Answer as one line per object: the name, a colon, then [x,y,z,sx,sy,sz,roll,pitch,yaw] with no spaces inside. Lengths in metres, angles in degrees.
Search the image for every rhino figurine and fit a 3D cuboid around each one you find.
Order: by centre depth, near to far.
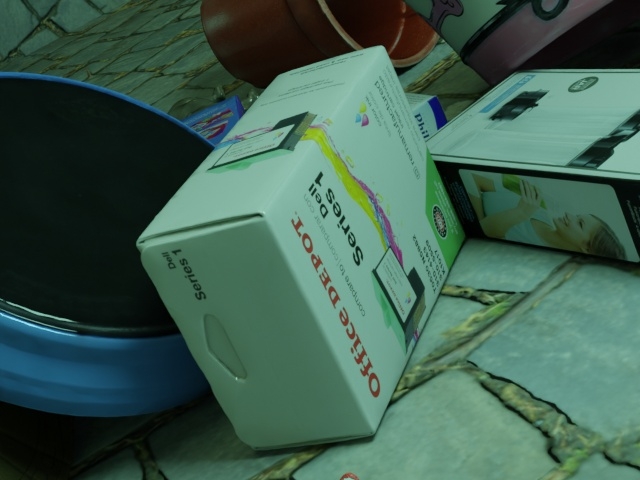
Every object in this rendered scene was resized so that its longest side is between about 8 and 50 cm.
rhino figurine: [-0.174,-0.168,1.609,0.106,0.073,0.243,-32,23,-22]

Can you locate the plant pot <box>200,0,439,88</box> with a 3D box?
plant pot: [-0.012,-0.339,1.598,0.265,0.272,0.272,-13,25,46]

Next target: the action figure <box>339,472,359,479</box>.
action figure: [-0.018,0.185,0.719,0.115,0.030,0.038,-34,19,-26]

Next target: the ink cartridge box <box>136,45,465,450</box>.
ink cartridge box: [0.000,0.000,0.916,0.117,0.201,0.278,-12,27,30]

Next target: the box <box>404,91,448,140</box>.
box: [0.054,-0.097,1.230,0.137,0.072,0.126,-35,25,-18]

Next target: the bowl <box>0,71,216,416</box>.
bowl: [-0.219,-0.016,1.009,0.077,0.391,0.391,-64,1,34]

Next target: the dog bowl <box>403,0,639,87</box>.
dog bowl: [0.286,-0.302,1.163,0.408,0.150,0.408,-30,-4,-2]

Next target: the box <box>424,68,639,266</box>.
box: [0.232,-0.070,0.975,0.169,0.087,0.290,-37,26,-23]

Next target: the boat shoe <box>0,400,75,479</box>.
boat shoe: [-0.277,0.164,0.990,0.098,0.109,0.302,-35,24,28]

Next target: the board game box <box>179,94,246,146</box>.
board game box: [-0.238,-0.050,1.398,0.347,0.078,0.233,-24,19,3]
